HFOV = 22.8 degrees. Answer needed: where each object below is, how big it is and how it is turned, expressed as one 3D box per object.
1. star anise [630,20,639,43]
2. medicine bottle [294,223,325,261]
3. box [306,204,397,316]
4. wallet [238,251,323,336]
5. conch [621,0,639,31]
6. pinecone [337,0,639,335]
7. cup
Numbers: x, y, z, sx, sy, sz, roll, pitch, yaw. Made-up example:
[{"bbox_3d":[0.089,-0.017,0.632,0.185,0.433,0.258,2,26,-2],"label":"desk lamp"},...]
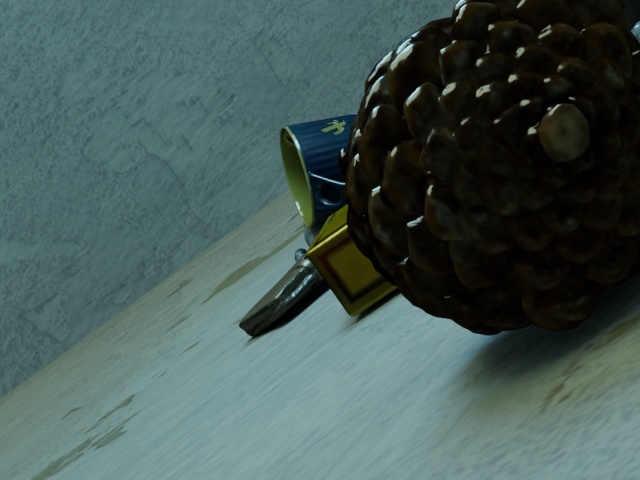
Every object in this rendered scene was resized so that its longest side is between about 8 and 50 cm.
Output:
[{"bbox_3d":[0.230,-0.096,1.232,0.236,0.093,0.229,-10,43,48],"label":"star anise"},{"bbox_3d":[0.000,0.000,2.060,0.092,0.061,0.220,-54,6,9],"label":"medicine bottle"},{"bbox_3d":[0.139,-0.056,1.573,0.301,0.084,0.193,-34,6,13],"label":"box"},{"bbox_3d":[-0.024,0.047,1.866,0.153,0.039,0.118,-44,2,-31],"label":"wallet"},{"bbox_3d":[0.255,-0.222,1.733,0.313,0.186,0.240,-33,8,27],"label":"conch"},{"bbox_3d":[0.119,-0.048,1.036,0.224,0.224,0.272,-38,2,-17],"label":"pinecone"},{"bbox_3d":[0.047,-0.091,1.962,0.155,0.131,0.176,-17,25,-12],"label":"cup"}]
